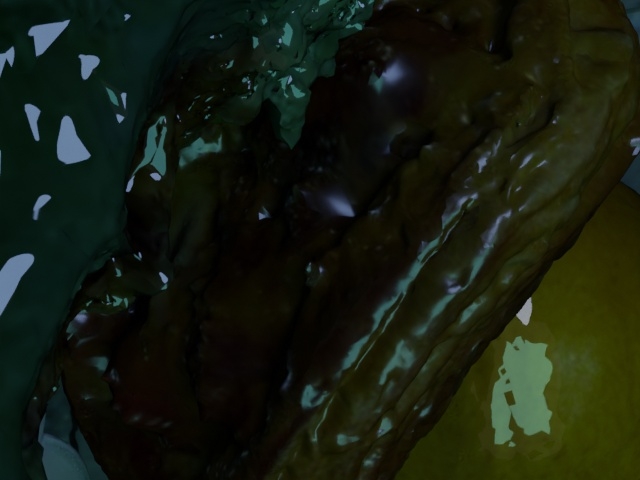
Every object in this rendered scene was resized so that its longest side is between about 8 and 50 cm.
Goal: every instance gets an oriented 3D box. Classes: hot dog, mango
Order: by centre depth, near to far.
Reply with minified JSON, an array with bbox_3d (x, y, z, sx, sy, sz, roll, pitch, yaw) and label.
[{"bbox_3d":[0.000,-0.001,0.584,0.099,0.160,0.227,20,104,-49],"label":"hot dog"},{"bbox_3d":[0.089,0.068,0.691,0.147,0.109,0.227,-47,129,-21],"label":"mango"}]

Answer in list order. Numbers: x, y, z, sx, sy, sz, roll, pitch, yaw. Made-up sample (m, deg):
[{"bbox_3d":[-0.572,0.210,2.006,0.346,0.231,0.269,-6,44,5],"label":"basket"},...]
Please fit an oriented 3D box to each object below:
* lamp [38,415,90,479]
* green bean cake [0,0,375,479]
[{"bbox_3d":[-0.179,0.045,0.560,0.179,0.108,0.246,-31,125,-9],"label":"lamp"},{"bbox_3d":[-0.119,-0.034,0.426,0.300,0.169,0.307,-11,81,-20],"label":"green bean cake"}]
